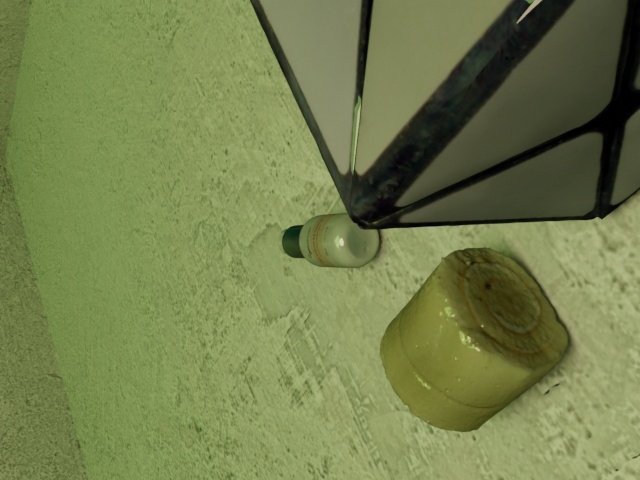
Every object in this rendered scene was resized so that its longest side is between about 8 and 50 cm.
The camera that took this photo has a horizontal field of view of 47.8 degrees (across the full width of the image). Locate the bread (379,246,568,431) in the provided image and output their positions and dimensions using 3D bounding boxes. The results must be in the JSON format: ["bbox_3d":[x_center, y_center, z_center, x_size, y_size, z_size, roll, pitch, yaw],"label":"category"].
[{"bbox_3d":[0.151,0.104,0.743,0.148,0.134,0.141,52,136,20],"label":"bread"}]

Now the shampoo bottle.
[{"bbox_3d":[0.000,0.000,1.000,0.192,0.074,0.074,0,94,56],"label":"shampoo bottle"}]

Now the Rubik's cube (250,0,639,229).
[{"bbox_3d":[0.152,-0.213,0.548,0.310,0.307,0.305,-49,53,44],"label":"Rubik's cube"}]
